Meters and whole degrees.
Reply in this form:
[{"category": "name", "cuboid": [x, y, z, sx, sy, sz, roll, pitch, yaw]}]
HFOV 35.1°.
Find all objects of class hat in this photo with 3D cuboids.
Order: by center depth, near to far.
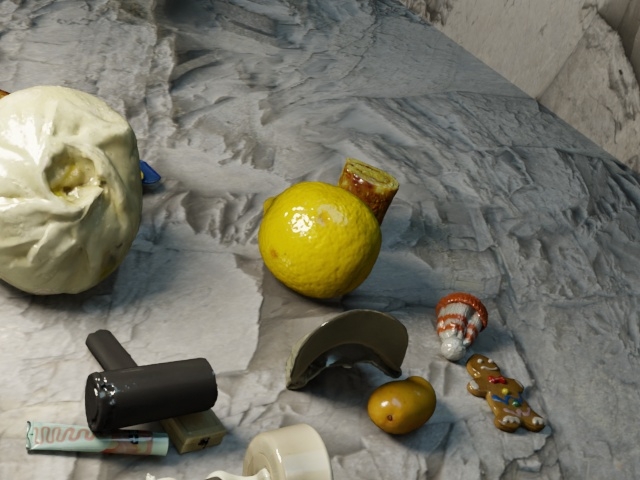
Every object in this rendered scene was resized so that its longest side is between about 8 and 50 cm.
[{"category": "hat", "cuboid": [0.044, 0.165, 1.769, 0.214, 0.245, 0.149, -2, 42, -15]}, {"category": "hat", "cuboid": [0.279, 0.187, 2.071, 0.112, 0.094, 0.162, 18, 47, 8]}]

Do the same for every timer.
[{"category": "timer", "cuboid": [-0.135, 0.352, 1.417, 0.266, 0.175, 0.175, 2, 37, -26]}]

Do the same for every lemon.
[{"category": "lemon", "cuboid": [-0.008, -0.003, 2.001, 0.253, 0.228, 0.228, 23, 30, 2]}]

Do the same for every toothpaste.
[{"category": "toothpaste", "cuboid": [-0.329, 0.294, 1.490, 0.205, 0.036, 0.056, 8, 31, -18]}]

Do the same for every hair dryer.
[{"category": "hair dryer", "cuboid": [-0.299, 0.199, 1.579, 0.197, 0.089, 0.251, -6, 25, -34]}]

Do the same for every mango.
[{"category": "mango", "cuboid": [0.150, 0.291, 1.797, 0.102, 0.085, 0.184, 30, 18, 23]}]

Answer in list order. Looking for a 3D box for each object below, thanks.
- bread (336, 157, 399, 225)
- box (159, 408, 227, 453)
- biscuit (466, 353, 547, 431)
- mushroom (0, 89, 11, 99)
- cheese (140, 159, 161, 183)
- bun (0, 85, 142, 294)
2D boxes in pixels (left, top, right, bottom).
[{"category": "bread", "cuboid": [0.085, -0.079, 2.237, 0.132, 0.172, 0.103, 23, 30, -1]}, {"category": "box", "cuboid": [-0.200, 0.290, 1.586, 0.079, 0.035, 0.083, -4, 41, -41]}, {"category": "biscuit", "cuboid": [0.352, 0.294, 1.990, 0.138, 0.031, 0.205, 6, 33, -29]}, {"category": "mushroom", "cuboid": [-0.651, -0.173, 1.837, 0.345, 0.239, 0.345, 37, 26, -22]}, {"category": "cheese", "cuboid": [-0.436, -0.124, 2.036, 0.156, 0.064, 0.250, 41, 36, 23]}, {"category": "bun", "cuboid": [-0.425, -0.084, 1.688, 0.219, 0.365, 0.365, 8, 15, 40]}]
